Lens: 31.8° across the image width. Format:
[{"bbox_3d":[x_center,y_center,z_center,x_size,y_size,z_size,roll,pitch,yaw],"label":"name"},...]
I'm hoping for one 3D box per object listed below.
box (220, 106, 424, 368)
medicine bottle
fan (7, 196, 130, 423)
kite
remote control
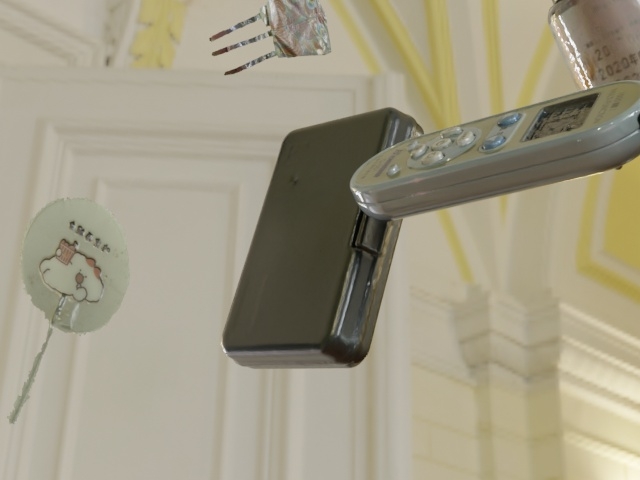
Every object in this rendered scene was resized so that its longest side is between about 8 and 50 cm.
[{"bbox_3d":[0.000,0.000,0.972,0.050,0.230,0.160,32,-26,-35],"label":"box"},{"bbox_3d":[0.378,-0.288,1.444,0.165,0.273,0.165,-24,-5,-2],"label":"medicine bottle"},{"bbox_3d":[-0.351,0.093,1.496,0.009,0.329,0.190,-4,-31,38],"label":"fan"},{"bbox_3d":[-0.073,-0.320,1.759,0.229,0.127,0.016,-32,13,-32],"label":"kite"},{"bbox_3d":[0.129,-0.061,0.818,0.244,0.087,0.047,-13,-68,36],"label":"remote control"}]
